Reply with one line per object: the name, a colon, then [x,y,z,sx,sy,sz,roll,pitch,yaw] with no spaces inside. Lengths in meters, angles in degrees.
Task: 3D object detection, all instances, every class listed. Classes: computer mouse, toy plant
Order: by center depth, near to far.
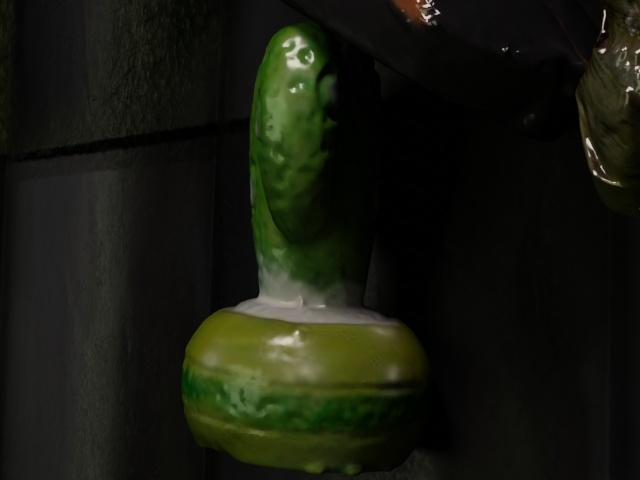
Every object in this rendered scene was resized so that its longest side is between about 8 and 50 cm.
computer mouse: [0.066,-0.174,0.917,0.323,0.183,0.116,39,115,41]
toy plant: [0.000,0.000,1.011,0.184,0.224,0.316,5,93,13]

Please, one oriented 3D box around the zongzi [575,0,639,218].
zongzi: [0.193,-0.149,0.803,0.274,0.125,0.251,40,112,51]
